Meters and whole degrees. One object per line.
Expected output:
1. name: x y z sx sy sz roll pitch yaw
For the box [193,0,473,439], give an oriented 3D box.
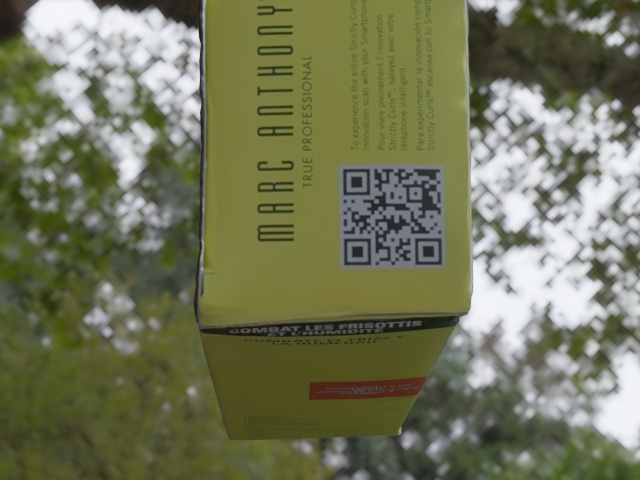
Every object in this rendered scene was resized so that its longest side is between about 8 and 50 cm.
1. box: 0.000 0.000 0.482 0.232 0.058 0.087 98 -8 -77
